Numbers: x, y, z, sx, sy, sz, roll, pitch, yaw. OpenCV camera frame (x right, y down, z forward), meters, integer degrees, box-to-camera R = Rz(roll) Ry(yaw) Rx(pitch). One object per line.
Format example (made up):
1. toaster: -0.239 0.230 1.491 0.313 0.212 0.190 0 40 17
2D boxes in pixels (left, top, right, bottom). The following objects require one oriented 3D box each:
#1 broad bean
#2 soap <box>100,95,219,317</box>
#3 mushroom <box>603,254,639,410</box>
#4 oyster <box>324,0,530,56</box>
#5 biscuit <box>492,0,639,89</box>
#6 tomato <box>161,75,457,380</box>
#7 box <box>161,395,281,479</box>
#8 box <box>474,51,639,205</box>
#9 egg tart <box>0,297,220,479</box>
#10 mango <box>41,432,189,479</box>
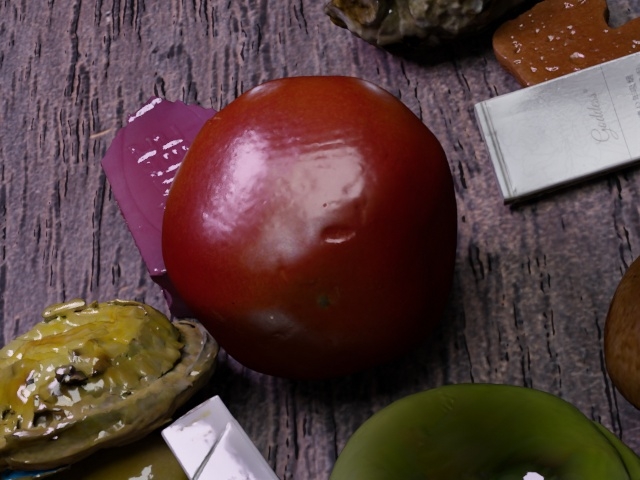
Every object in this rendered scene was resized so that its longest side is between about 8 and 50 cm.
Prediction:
1. broad bean: 0.140 0.226 1.545 0.291 0.119 0.238 5 54 27
2. soap: -0.136 -0.046 1.915 0.162 0.099 0.250 -33 46 3
3. mushroom: 0.399 0.110 1.491 0.345 0.259 0.345 1 24 0
4. oyster: 0.170 -0.297 1.983 0.337 0.133 0.198 -22 6 -7
5. biscuit: 0.296 -0.205 1.905 0.186 0.036 0.192 -34 48 -4
6. tomato: 0.000 0.000 1.682 0.299 0.298 0.226 -21 25 4
7. box: -0.037 0.264 1.564 0.067 0.155 0.243 -34 46 -9
8. box: 0.263 -0.116 1.817 0.198 0.029 0.109 -18 77 7
9. egg tart: -0.241 0.130 1.737 0.291 0.107 0.291 -20 15 6
10. mango: -0.209 0.253 1.694 0.195 0.092 0.130 -39 49 0
